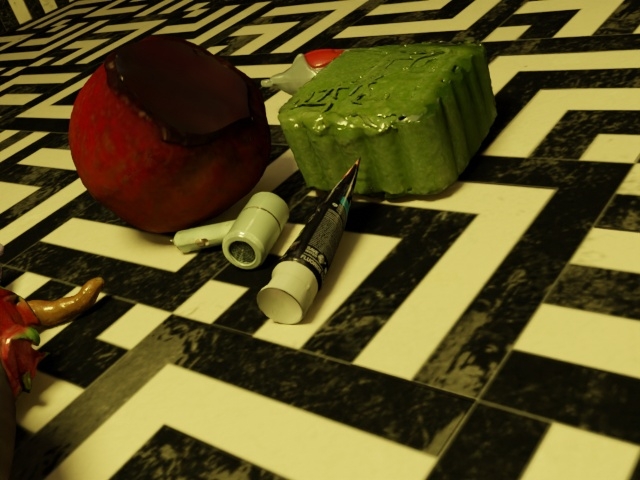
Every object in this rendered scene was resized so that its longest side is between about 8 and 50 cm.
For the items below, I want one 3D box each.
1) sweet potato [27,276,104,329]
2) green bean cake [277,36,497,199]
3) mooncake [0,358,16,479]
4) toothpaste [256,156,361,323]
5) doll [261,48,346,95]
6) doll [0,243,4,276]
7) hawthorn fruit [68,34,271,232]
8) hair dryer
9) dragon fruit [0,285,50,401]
[{"bbox_3d":[-0.305,0.083,0.765,0.179,0.044,0.044,-21,29,-18],"label":"sweet potato"},{"bbox_3d":[0.081,-0.140,0.842,0.200,0.113,0.214,8,39,34],"label":"green bean cake"},{"bbox_3d":[-0.337,0.150,0.459,0.305,0.154,0.306,-8,61,14],"label":"mooncake"},{"bbox_3d":[0.000,0.000,0.716,0.045,0.071,0.194,20,46,10],"label":"toothpaste"},{"bbox_3d":[0.027,-0.239,1.074,0.227,0.075,0.102,-8,16,0],"label":"doll"},{"bbox_3d":[-0.423,0.078,0.822,0.109,0.067,0.206,20,57,29],"label":"doll"},{"bbox_3d":[-0.175,-0.105,0.849,0.250,0.215,0.215,-45,18,28],"label":"hawthorn fruit"},{"bbox_3d":[-0.106,-0.004,0.795,0.137,0.047,0.082,-9,31,27],"label":"hair dryer"},{"bbox_3d":[-0.352,0.074,0.674,0.235,0.135,0.137,31,67,24],"label":"dragon fruit"}]
